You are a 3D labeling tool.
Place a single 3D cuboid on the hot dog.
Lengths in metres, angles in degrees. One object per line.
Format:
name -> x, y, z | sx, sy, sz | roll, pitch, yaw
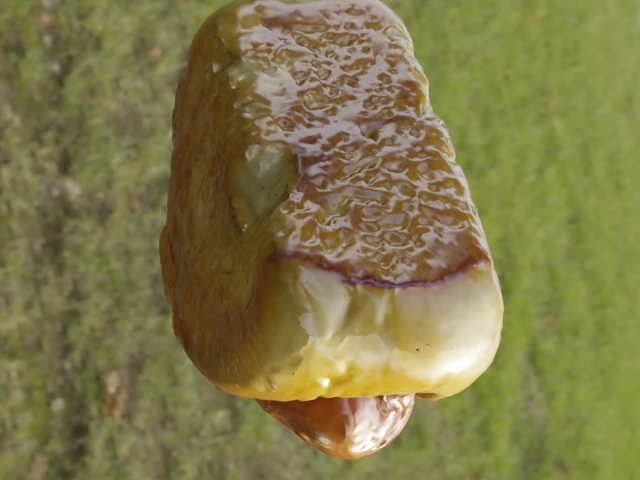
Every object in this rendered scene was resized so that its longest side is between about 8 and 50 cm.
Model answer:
hot dog -> 0.000, 0.000, 0.869 | 0.257, 0.150, 0.153 | -106, -157, -44
